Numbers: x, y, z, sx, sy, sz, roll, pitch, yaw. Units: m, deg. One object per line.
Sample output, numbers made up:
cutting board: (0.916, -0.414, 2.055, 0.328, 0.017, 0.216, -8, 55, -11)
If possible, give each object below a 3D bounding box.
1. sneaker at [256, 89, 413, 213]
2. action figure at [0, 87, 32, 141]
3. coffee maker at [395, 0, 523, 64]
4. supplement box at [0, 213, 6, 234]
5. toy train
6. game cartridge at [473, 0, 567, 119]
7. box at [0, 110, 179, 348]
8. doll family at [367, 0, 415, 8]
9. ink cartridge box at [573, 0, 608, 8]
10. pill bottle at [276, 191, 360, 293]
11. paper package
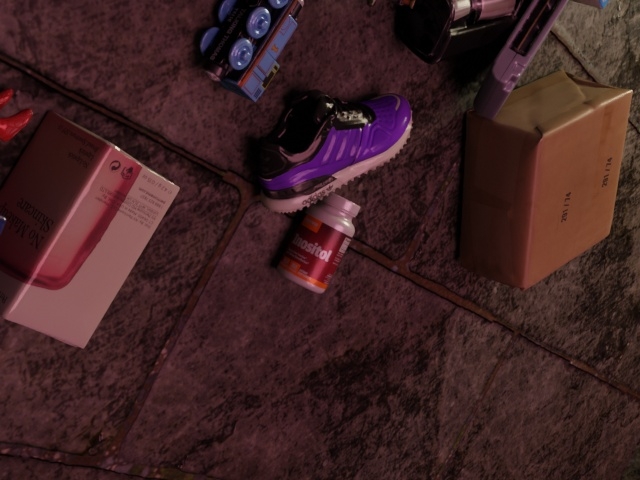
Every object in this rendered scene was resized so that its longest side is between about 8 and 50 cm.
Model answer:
sneaker: (0.023, -0.169, 1.464, 0.293, 0.102, 0.146, -36, 133, -26)
action figure: (-0.396, -0.235, 1.010, 0.139, 0.091, 0.280, -51, 140, -1)
coffee maker: (0.219, -0.341, 1.554, 0.178, 0.120, 0.171, -23, 128, -35)
supplement box: (-0.525, -0.001, 0.929, 0.357, 0.195, 0.194, 16, 100, -49)
toy train: (-0.087, -0.281, 1.312, 0.184, 0.080, 0.105, -59, 149, -6)
game cartridge: (0.357, -0.351, 1.665, 0.294, 0.060, 0.196, -57, 171, -12)
box: (-0.306, -0.014, 1.179, 0.127, 0.149, 0.232, 34, 86, -49)
doll family: (0.110, -0.433, 1.417, 0.076, 0.111, 0.193, 23, 88, -87)
ink cartridge box: (0.526, -0.555, 1.777, 0.231, 0.078, 0.134, -54, 140, -8)
pill bottle: (0.000, 0.000, 1.549, 0.086, 0.086, 0.152, 25, 92, -49)
paper package: (0.420, -0.119, 1.849, 0.310, 0.168, 0.324, -27, 128, -35)
